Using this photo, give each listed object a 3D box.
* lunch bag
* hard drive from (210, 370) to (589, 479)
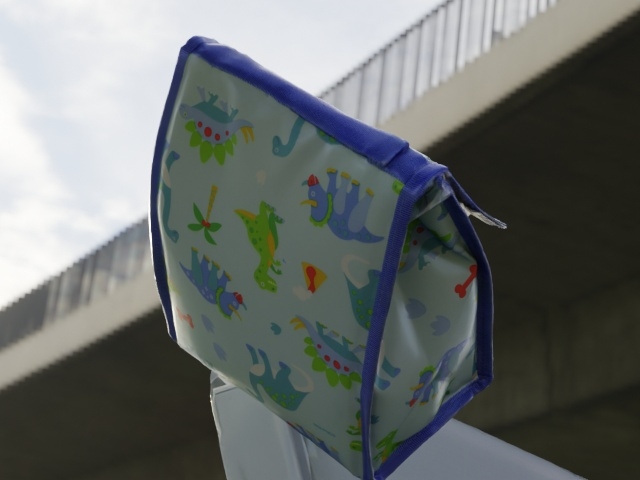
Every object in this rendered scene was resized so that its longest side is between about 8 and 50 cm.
[{"bbox_3d":[0.000,0.000,0.704,0.129,0.096,0.151,31,-32,31],"label":"lunch bag"},{"bbox_3d":[0.097,0.198,0.852,0.047,0.233,0.353,-34,-37,25],"label":"hard drive"}]
